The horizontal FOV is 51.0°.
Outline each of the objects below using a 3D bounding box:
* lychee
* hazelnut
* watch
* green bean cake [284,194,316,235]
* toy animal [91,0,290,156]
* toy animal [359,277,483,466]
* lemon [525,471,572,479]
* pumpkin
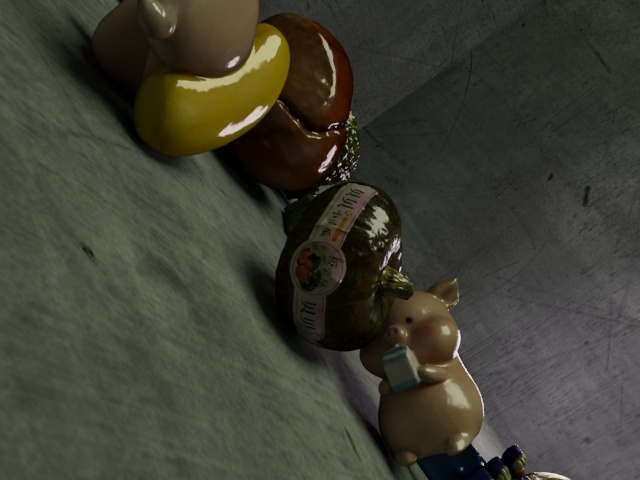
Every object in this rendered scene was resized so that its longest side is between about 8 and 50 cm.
[{"bbox_3d":[-0.030,-0.239,1.711,0.270,0.320,0.270,30,0,0],"label":"lychee"},{"bbox_3d":[-0.075,-0.285,1.411,0.315,0.372,0.372,18,-11,27],"label":"hazelnut"},{"bbox_3d":[0.255,0.405,1.178,0.200,0.171,0.196,47,-13,50],"label":"watch"},{"bbox_3d":[0.000,0.000,1.540,0.185,0.094,0.183,58,5,-21],"label":"green bean cake"},{"bbox_3d":[-0.220,-0.277,0.954,0.247,0.277,0.345,28,-16,24],"label":"toy animal"},{"bbox_3d":[0.154,0.213,1.112,0.213,0.195,0.256,-3,77,-68],"label":"toy animal"},{"bbox_3d":[0.492,0.619,1.415,0.288,0.233,0.233,54,8,-26],"label":"lemon"},{"bbox_3d":[0.051,0.049,1.024,0.189,0.260,0.260,19,-4,19],"label":"pumpkin"}]
